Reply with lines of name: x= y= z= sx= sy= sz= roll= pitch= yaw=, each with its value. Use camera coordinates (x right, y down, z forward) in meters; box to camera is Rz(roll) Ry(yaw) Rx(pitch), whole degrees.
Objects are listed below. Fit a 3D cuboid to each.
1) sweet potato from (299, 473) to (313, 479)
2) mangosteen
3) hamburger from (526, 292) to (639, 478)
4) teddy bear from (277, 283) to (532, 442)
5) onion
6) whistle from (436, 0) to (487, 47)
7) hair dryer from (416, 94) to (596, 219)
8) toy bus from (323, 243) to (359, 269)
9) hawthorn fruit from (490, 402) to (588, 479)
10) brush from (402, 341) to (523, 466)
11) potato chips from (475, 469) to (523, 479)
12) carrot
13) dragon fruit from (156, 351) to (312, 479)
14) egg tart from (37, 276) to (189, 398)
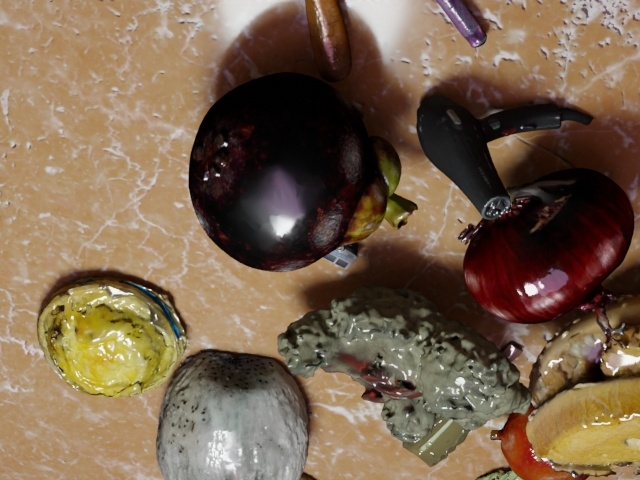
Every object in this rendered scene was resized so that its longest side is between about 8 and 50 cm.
sweet potato: x=-0.073 y=0.466 z=2.226 sx=0.214 sy=0.050 sz=0.050 roll=14 pitch=126 yaw=-9
mangosteen: x=-0.039 y=-0.106 z=1.686 sx=0.297 sy=0.313 sz=0.296 roll=23 pitch=124 yaw=39
hamburger: x=0.556 y=0.202 z=1.788 sx=0.446 sy=0.268 sz=0.287 roll=2 pitch=146 yaw=-2
teddy bear: x=0.161 y=0.208 z=1.836 sx=0.357 sy=0.367 sz=0.224 roll=37 pitch=80 yaw=-29
onion: x=0.360 y=0.030 z=1.718 sx=0.273 sy=0.273 sz=0.285 roll=-39 pitch=97 yaw=28
whistle: x=0.179 y=-0.344 z=1.622 sx=0.033 sy=0.033 sz=0.176 roll=-29 pitch=118 yaw=24
hair dryer: x=0.292 y=-0.149 z=1.678 sx=0.272 sy=0.235 sz=0.091 roll=-18 pitch=140 yaw=-11
toy bus: x=0.000 y=0.000 z=1.889 sx=0.131 sy=0.037 sz=0.052 roll=26 pitch=129 yaw=-14
hawthorn fruit: x=0.397 y=0.359 z=2.029 sx=0.188 sy=0.169 sz=0.169 roll=-6 pitch=125 yaw=9
brush: x=0.260 y=0.293 z=2.056 sx=0.084 sy=0.071 sz=0.301 roll=32 pitch=117 yaw=-12
potato chips: x=0.328 y=0.486 z=2.204 sx=0.092 sy=0.028 sz=0.207 roll=20 pitch=127 yaw=-10
carrot: x=0.003 y=-0.339 z=1.634 sx=0.059 sy=0.059 sz=0.247 roll=-6 pitch=121 yaw=11
dragon fruit: x=-0.164 y=0.342 z=2.051 sx=0.283 sy=0.204 sz=0.221 roll=3 pitch=125 yaw=4
egg tart: x=-0.372 y=0.191 z=2.025 sx=0.291 sy=0.107 sz=0.290 roll=3 pitch=127 yaw=4
